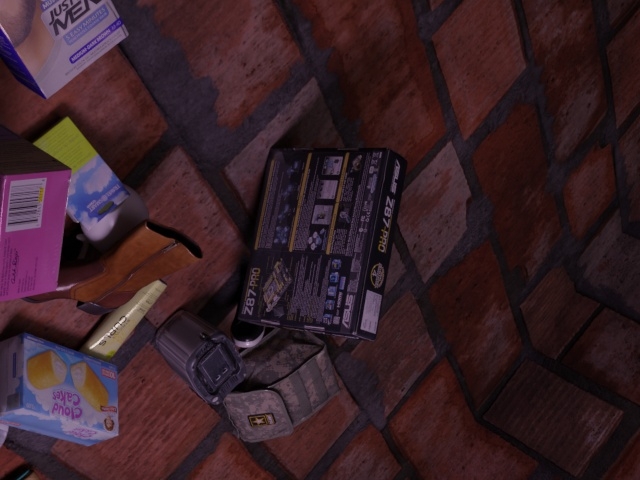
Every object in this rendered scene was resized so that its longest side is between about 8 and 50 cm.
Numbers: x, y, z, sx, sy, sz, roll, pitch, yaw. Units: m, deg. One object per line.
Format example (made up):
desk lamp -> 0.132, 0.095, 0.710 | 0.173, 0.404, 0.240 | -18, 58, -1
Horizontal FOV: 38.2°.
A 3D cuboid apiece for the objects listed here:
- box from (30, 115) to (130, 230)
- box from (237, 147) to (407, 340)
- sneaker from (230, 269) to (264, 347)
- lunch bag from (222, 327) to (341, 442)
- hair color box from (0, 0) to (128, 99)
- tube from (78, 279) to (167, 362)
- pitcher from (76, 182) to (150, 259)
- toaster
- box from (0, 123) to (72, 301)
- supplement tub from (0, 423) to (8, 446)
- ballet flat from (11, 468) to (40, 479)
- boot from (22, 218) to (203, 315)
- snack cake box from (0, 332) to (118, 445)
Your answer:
box -> -0.435, -0.117, 1.637 | 0.109, 0.042, 0.178 | -44, 112, -20
box -> 0.000, 0.000, 1.964 | 0.097, 0.318, 0.394 | 23, 74, -54
sneaker -> -0.164, 0.139, 2.106 | 0.217, 0.079, 0.121 | -81, 171, -61
lunch bag -> -0.113, 0.366, 2.307 | 0.287, 0.169, 0.235 | -36, 141, -18
hair color box -> -0.457, -0.409, 1.426 | 0.185, 0.110, 0.338 | -45, 139, -18
tube -> -0.412, 0.170, 1.913 | 0.070, 0.062, 0.240 | 39, 87, -12
pitcher -> -0.405, -0.006, 1.762 | 0.178, 0.125, 0.207 | -28, 146, -13
toaster -> -0.272, 0.251, 2.053 | 0.129, 0.146, 0.227 | -46, 142, -19
box -> -0.523, -0.054, 1.471 | 0.117, 0.243, 0.213 | -11, 122, -47
supplement tub -> -0.667, 0.322, 1.664 | 0.117, 0.117, 0.190 | -55, 144, -7
ballet flat -> -0.658, 0.549, 1.849 | 0.232, 0.080, 0.073 | -32, 97, -33
boot -> -0.396, 0.040, 1.656 | 0.264, 0.281, 0.096 | 32, 44, -39
snack cake box -> -0.509, 0.293, 1.789 | 0.089, 0.152, 0.264 | -22, 150, 21
